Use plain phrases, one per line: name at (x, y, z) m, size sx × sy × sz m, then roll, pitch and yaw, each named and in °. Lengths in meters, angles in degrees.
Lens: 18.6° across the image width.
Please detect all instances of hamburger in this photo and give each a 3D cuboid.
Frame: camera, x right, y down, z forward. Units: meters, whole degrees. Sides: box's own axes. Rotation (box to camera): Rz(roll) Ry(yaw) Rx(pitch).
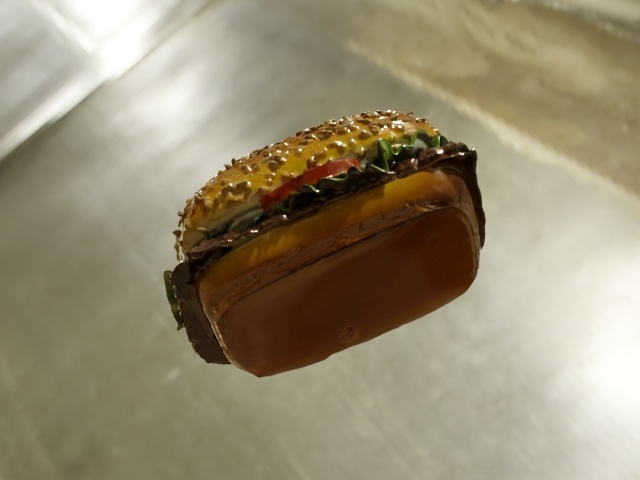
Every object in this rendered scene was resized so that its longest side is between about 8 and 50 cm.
hamburger at (0.000, 0.000, 0.977) m, size 0.166 × 0.137 × 0.087 m, roll -22°, pitch 58°, yaw -6°
